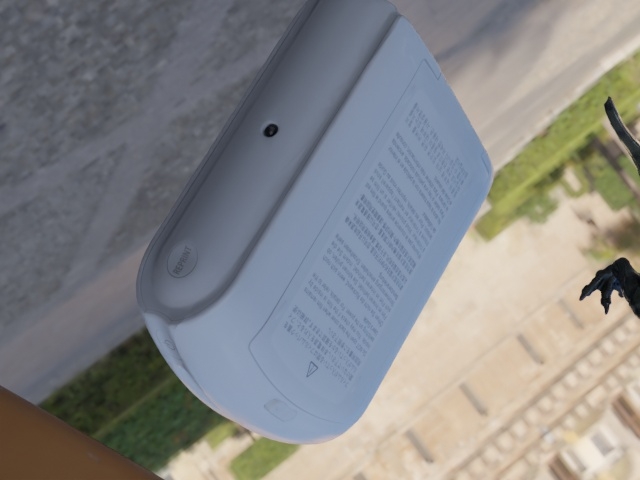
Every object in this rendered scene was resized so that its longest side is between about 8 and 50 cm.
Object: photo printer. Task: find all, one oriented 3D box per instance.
[{"bbox_3d":[0.000,0.000,0.947,0.307,0.107,0.256,-60,143,-14],"label":"photo printer"}]

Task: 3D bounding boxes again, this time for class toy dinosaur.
[{"bbox_3d":[0.236,0.044,0.814,0.064,0.268,0.118,-15,160,-17],"label":"toy dinosaur"}]

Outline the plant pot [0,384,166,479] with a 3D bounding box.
[{"bbox_3d":[-0.124,0.153,0.366,0.203,0.291,0.291,-60,-177,-17],"label":"plant pot"}]
